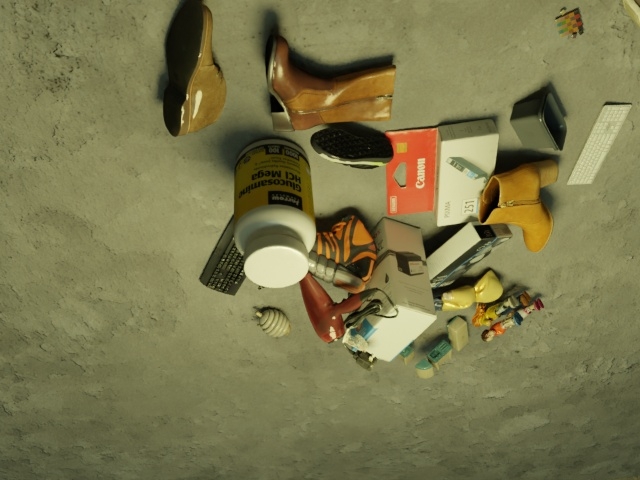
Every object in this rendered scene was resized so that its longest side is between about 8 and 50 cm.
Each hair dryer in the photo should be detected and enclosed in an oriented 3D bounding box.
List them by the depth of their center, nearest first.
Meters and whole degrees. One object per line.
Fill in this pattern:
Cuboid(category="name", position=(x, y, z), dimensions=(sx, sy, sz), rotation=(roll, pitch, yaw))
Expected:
Cuboid(category="hair dryer", position=(0.060, 0.171, 1.810), dimensions=(0.080, 0.293, 0.223), rotation=(-20, 133, -55))

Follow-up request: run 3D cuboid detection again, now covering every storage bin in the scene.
Cuboid(category="storage bin", position=(0.508, -0.277, 1.672), dimensions=(0.091, 0.098, 0.135), rotation=(-1, 147, 38))

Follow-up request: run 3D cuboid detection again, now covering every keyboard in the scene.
Cuboid(category="keyboard", position=(0.692, -0.235, 1.785), dimensions=(0.072, 0.014, 0.256), rotation=(1, 138, -7))
Cuboid(category="keyboard", position=(-0.199, 0.055, 1.999), dimensions=(0.201, 0.033, 0.317), rotation=(14, 135, -21))

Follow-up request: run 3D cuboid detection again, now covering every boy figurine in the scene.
Cuboid(category="boy figurine", position=(0.396, 0.165, 2.123), dimensions=(0.285, 0.092, 0.177), rotation=(-18, 168, 12))

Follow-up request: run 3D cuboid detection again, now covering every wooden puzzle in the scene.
Cuboid(category="wooden puzzle", position=(0.529, -0.462, 1.522), dimensions=(0.049, 0.006, 0.083), rotation=(-22, 136, 17))

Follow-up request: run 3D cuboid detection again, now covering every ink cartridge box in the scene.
Cuboid(category="ink cartridge box", position=(0.298, -0.157, 1.792), dimensions=(0.261, 0.066, 0.296), rotation=(-7, 138, 0))
Cuboid(category="ink cartridge box", position=(0.179, 0.129, 1.914), dimensions=(0.129, 0.307, 0.223), rotation=(18, 133, -21))
Cuboid(category="ink cartridge box", position=(0.361, 0.060, 1.982), dimensions=(0.165, 0.065, 0.333), rotation=(-7, 152, -44))

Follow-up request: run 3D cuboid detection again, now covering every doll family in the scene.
Cuboid(category="doll family", position=(0.554, 0.217, 2.185), dimensions=(0.163, 0.118, 0.263), rotation=(-38, 166, 37))

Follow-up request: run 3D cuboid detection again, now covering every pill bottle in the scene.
Cuboid(category="pill bottle", position=(-0.107, -0.063, 1.651), dimensions=(0.188, 0.334, 0.188), rotation=(-3, 138, -3))

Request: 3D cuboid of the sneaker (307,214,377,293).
Cuboid(category="sneaker", position=(0.000, 0.000, 1.887), dimensions=(0.321, 0.180, 0.124), rotation=(25, 161, 0))

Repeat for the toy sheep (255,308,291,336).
Cuboid(category="toy sheep", position=(-0.146, 0.251, 2.182), dimensions=(0.132, 0.091, 0.091), rotation=(28, 129, -24))

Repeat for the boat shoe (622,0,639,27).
Cuboid(category="boat shoe", position=(0.626, -0.512, 1.402), dimensions=(0.097, 0.116, 0.324), rotation=(-38, 133, 25))

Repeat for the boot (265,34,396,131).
Cuboid(category="boot", position=(0.026, -0.341, 1.537), dimensions=(0.280, 0.096, 0.264), rotation=(-6, 138, 0))

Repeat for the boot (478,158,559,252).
Cuboid(category="boot", position=(0.495, -0.068, 1.838), dimensions=(0.211, 0.104, 0.295), rotation=(-18, 130, -20))

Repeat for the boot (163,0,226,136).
Cuboid(category="boot", position=(-0.254, -0.364, 1.505), dimensions=(0.115, 0.112, 0.305), rotation=(-17, 142, -34))

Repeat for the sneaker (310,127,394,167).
Cuboid(category="sneaker", position=(0.067, -0.199, 1.685), dimensions=(0.235, 0.084, 0.097), rotation=(6, 156, -33))

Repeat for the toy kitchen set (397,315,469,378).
Cuboid(category="toy kitchen set", position=(0.349, 0.318, 2.325), dimensions=(0.207, 0.166, 0.122), rotation=(-39, 141, -18))
